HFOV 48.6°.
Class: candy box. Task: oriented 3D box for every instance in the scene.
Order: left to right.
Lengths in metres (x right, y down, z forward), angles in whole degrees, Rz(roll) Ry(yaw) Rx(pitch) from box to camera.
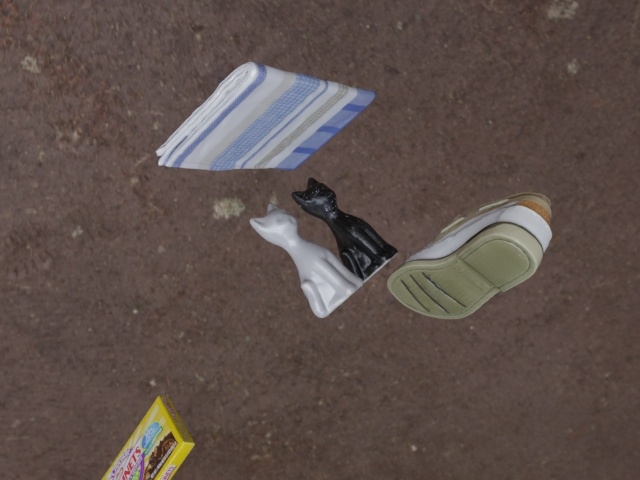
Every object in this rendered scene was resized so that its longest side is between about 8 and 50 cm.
[{"bbox_3d":[-0.268,0.344,1.052,0.027,0.105,0.206,27,102,-42],"label":"candy box"}]

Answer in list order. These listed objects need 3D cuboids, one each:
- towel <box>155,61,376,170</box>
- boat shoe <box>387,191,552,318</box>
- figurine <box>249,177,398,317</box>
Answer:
[{"bbox_3d":[-0.069,-0.166,0.999,0.209,0.034,0.285,-37,162,33],"label":"towel"},{"bbox_3d":[0.206,0.025,0.978,0.113,0.103,0.302,43,149,-10],"label":"boat shoe"},{"bbox_3d":[0.000,0.000,1.210,0.092,0.209,0.215,-45,174,39],"label":"figurine"}]
